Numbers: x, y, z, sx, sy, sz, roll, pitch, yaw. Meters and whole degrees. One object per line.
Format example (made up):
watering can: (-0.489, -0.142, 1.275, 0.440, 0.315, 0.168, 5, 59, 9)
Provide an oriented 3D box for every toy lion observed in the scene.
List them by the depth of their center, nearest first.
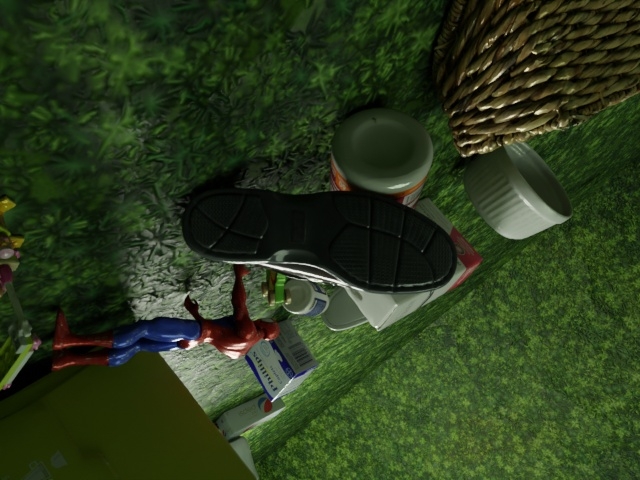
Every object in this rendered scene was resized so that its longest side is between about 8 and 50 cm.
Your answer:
toy lion: (-0.068, 0.045, 0.686, 0.034, 0.096, 0.100, -3, -174, -16)

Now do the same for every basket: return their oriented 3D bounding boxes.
basket: (0.278, -0.261, 0.565, 0.299, 0.223, 0.213, -27, -171, -22)

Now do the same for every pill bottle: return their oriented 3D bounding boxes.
pill bottle: (0.072, -0.061, 0.617, 0.121, 0.121, 0.221, -30, 156, -15)
pill bottle: (-0.025, 0.114, 0.888, 0.067, 0.067, 0.120, -39, 157, 7)

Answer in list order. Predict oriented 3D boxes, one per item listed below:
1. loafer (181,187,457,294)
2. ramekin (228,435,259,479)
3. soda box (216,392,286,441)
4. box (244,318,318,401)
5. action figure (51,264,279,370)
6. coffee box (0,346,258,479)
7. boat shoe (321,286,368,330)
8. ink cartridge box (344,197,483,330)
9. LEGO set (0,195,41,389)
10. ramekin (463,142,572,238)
loafer: (0.000, 0.000, 0.526, 0.302, 0.109, 0.095, 9, 169, -3)
ramekin: (-0.340, 0.711, 1.410, 0.277, 0.135, 0.277, -14, 166, -4)
soda box: (-0.220, 0.559, 1.462, 0.216, 0.074, 0.069, -9, 146, -47)
box: (-0.091, 0.270, 1.018, 0.072, 0.126, 0.137, -15, 149, -43)
action figure: (-0.190, 0.092, 0.605, 0.280, 0.139, 0.091, 7, 140, -28)
coffee box: (-0.310, 0.393, 0.598, 0.338, 0.337, 0.334, -30, 158, -43)
boat shoe: (0.134, 0.129, 1.088, 0.302, 0.114, 0.091, -29, 151, -16)
ink cartridge box: (0.159, 0.037, 0.865, 0.237, 0.172, 0.100, -21, 153, -32)
LEGO set: (-0.273, 0.034, 0.324, 0.132, 0.107, 0.287, -16, 150, -41)
ramekin: (0.375, -0.101, 0.883, 0.207, 0.207, 0.109, -10, 156, -47)
